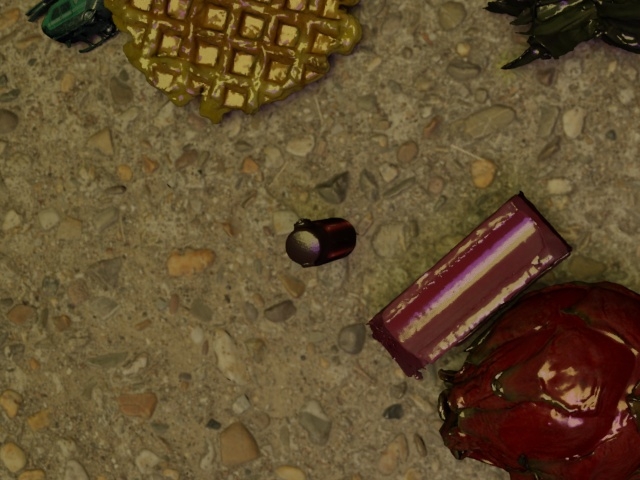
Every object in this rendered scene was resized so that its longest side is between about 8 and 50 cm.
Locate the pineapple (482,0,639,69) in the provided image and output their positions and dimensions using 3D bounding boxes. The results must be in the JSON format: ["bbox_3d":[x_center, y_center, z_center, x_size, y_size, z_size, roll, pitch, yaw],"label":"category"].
[{"bbox_3d":[0.360,-0.287,0.931,0.364,0.165,0.166,-24,88,21],"label":"pineapple"}]

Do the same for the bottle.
[{"bbox_3d":[0.000,0.000,1.025,0.060,0.164,0.060,1,94,15],"label":"bottle"}]

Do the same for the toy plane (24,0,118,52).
[{"bbox_3d":[-0.303,-0.332,1.141,0.235,0.060,0.096,-26,74,19],"label":"toy plane"}]

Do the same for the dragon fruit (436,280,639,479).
[{"bbox_3d":[0.274,0.173,0.927,0.298,0.244,0.245,-23,88,7],"label":"dragon fruit"}]

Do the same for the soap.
[{"bbox_3d":[0.172,0.060,0.987,0.250,0.162,0.099,-43,83,12],"label":"soap"}]

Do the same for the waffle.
[{"bbox_3d":[-0.109,-0.317,1.058,0.324,0.068,0.302,-31,97,3],"label":"waffle"}]
